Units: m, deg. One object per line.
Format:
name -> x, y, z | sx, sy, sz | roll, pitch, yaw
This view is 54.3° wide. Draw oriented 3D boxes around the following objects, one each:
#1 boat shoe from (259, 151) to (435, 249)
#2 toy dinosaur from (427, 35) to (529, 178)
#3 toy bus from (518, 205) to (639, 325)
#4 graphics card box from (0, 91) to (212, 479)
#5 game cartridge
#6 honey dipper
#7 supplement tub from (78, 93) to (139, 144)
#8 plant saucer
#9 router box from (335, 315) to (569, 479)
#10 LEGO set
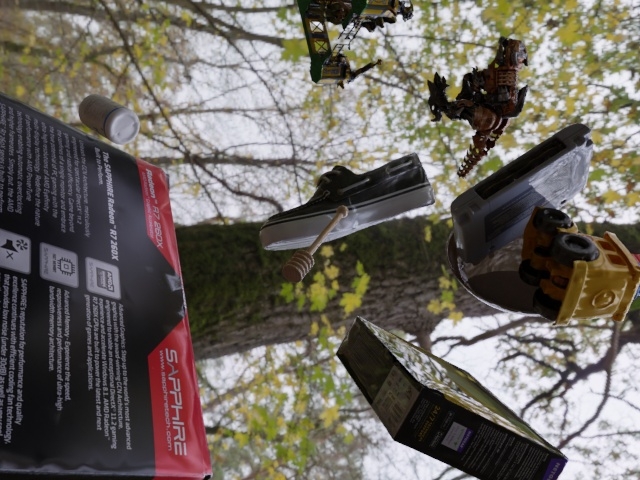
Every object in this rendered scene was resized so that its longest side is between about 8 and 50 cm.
boat shoe -> 0.040, -0.073, 1.101 | 0.121, 0.335, 0.119 | -29, -101, 68
toy dinosaur -> 0.367, -0.309, 1.450 | 0.218, 0.164, 0.322 | 37, -76, 43
toy bus -> 0.488, 0.041, 1.128 | 0.220, 0.211, 0.149 | -94, -175, -57
graphics card box -> -0.227, 0.007, 0.288 | 0.094, 0.371, 0.233 | -31, -123, 24
game cartridge -> 0.384, -0.081, 1.201 | 0.062, 0.297, 0.198 | 55, -5, 30
honey dipper -> 0.000, 0.000, 0.866 | 0.030, 0.161, 0.030 | 19, -47, 22
supplement tub -> -0.400, -0.230, 1.182 | 0.107, 0.071, 0.071 | 29, -51, 34
plant saucer -> 0.412, 0.048, 1.276 | 0.310, 0.310, 0.050 | 49, -27, 42
router box -> 0.175, 0.237, 0.929 | 0.081, 0.243, 0.309 | -61, -164, 3
LEGO set -> 0.099, -0.458, 1.217 | 0.331, 0.192, 0.255 | 125, -46, -57
